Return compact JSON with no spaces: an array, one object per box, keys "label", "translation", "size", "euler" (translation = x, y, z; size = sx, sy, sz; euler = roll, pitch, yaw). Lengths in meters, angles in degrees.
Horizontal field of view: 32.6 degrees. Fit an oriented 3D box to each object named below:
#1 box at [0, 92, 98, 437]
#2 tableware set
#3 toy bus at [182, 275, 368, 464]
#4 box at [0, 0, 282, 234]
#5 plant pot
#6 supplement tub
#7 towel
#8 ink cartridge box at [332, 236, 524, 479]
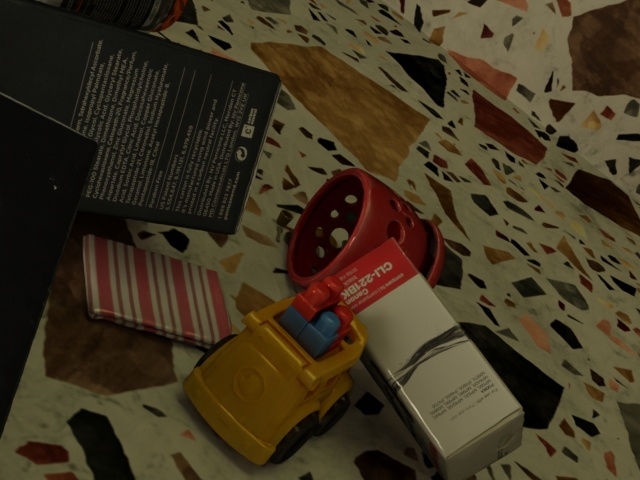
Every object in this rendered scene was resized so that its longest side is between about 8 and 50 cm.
[{"label":"box","translation":[-0.337,0.086,0.819],"size":[0.179,0.312,0.343],"euler":[28,34,-18]},{"label":"tableware set","translation":[0.000,0.000,1.712],"size":[0.154,0.024,0.104],"euler":[28,27,-15]},{"label":"toy bus","translation":[-0.020,0.127,1.276],"size":[0.149,0.211,0.220],"euler":[43,26,16]},{"label":"box","translation":[-0.303,-0.166,1.307],"size":[0.396,0.211,0.293],"euler":[8,12,-43]},{"label":"plant pot","translation":[0.071,0.013,1.598],"size":[0.174,0.191,0.191],"euler":[29,27,-28]},{"label":"supplement tub","translation":[-0.381,-0.426,1.750],"size":[0.207,0.207,0.338],"euler":[48,29,22]},{"label":"towel","translation":[-0.203,0.070,1.359],"size":[0.197,0.029,0.144],"euler":[18,32,-27]},{"label":"ink cartridge box","translation":[0.131,0.161,1.386],"size":[0.273,0.114,0.197],"euler":[54,-7,24]}]
